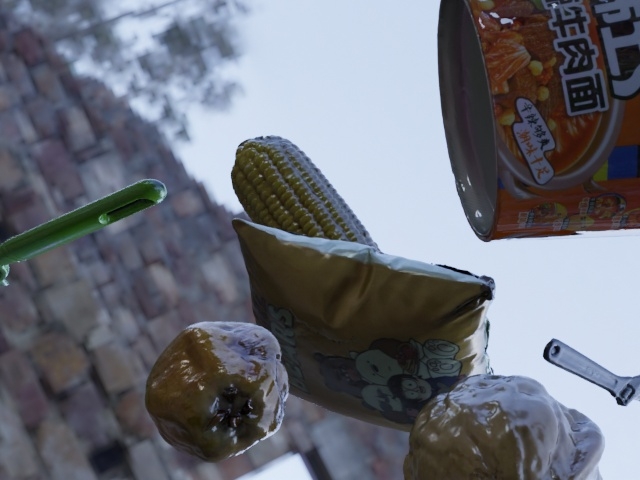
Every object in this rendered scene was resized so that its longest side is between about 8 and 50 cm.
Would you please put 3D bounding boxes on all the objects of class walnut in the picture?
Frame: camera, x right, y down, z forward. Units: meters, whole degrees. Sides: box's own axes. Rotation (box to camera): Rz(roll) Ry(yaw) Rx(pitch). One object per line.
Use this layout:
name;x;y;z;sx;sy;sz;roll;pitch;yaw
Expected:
walnut;0.169;0.219;1.574;0.245;0.198;0.198;-113;-177;-80

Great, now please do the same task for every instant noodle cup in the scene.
instant noodle cup;0.199;-0.109;1.252;0.250;0.192;0.250;172;-90;-84

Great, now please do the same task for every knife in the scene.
knife;-0.184;0.004;1.136;0.054;0.212;0.015;31;44;-50

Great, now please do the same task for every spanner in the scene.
spanner;0.315;0.149;1.918;0.208;0.046;0.012;27;-3;-42

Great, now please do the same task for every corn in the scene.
corn;0.000;0.000;2.278;0.363;0.120;0.120;54;-26;21

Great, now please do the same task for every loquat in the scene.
loquat;-0.086;0.130;1.458;0.137;0.137;0.113;22;-42;58

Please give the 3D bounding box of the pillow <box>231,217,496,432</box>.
pillow;0.056;0.109;1.904;0.312;0.119;0.310;15;-33;19
